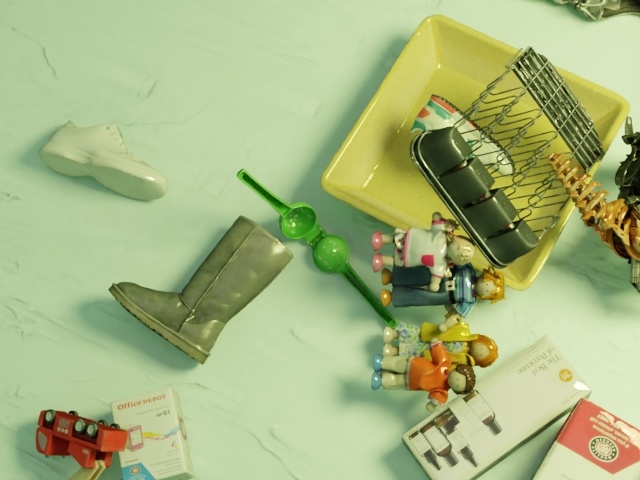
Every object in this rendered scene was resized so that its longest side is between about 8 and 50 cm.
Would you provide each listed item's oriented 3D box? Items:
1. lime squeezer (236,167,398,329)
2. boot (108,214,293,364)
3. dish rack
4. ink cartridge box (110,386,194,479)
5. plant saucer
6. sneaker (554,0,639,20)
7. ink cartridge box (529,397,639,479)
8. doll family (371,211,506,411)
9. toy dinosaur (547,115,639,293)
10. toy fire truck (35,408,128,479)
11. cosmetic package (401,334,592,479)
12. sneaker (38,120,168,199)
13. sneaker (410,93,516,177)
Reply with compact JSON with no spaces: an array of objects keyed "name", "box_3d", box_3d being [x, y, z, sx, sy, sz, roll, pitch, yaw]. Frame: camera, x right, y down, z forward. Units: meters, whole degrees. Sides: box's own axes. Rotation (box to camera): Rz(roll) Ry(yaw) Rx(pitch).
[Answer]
[{"name":"lime squeezer","box_3d":[0.000,0.000,1.448,0.310,0.110,0.059,46,80,-12]},{"name":"boot","box_3d":[-0.170,0.048,1.460,0.190,0.076,0.208,34,83,2]},{"name":"dish rack","box_3d":[0.259,-0.121,1.342,0.208,0.074,0.271,52,53,-13]},{"name":"ink cartridge box","box_3d":[-0.230,0.270,1.393,0.089,0.052,0.122,-15,67,1]},{"name":"plant saucer","box_3d":[0.221,-0.123,1.480,0.333,0.081,0.332,28,74,15]},{"name":"sneaker","box_3d":[0.404,-0.390,1.548,0.281,0.105,0.115,3,69,7]},{"name":"ink cartridge box","box_3d":[0.336,0.384,1.247,0.226,0.131,0.306,32,76,16]},{"name":"doll family","box_3d":[0.163,0.091,1.367,0.163,0.118,0.262,1,94,21]},{"name":"toy dinosaur","box_3d":[0.440,-0.040,1.336,0.164,0.322,0.218,16,82,47]},{"name":"toy fire truck","box_3d":[-0.312,0.306,1.361,0.192,0.047,0.135,7,84,36]},{"name":"cosmetic package","box_3d":[0.232,0.234,1.353,0.239,0.060,0.099,-34,70,-7]},{"name":"sneaker","box_3d":[-0.316,-0.132,1.548,0.212,0.080,0.094,20,61,14]},{"name":"sneaker","box_3d":[0.195,-0.129,1.422,0.161,0.057,0.075,43,104,11]}]
